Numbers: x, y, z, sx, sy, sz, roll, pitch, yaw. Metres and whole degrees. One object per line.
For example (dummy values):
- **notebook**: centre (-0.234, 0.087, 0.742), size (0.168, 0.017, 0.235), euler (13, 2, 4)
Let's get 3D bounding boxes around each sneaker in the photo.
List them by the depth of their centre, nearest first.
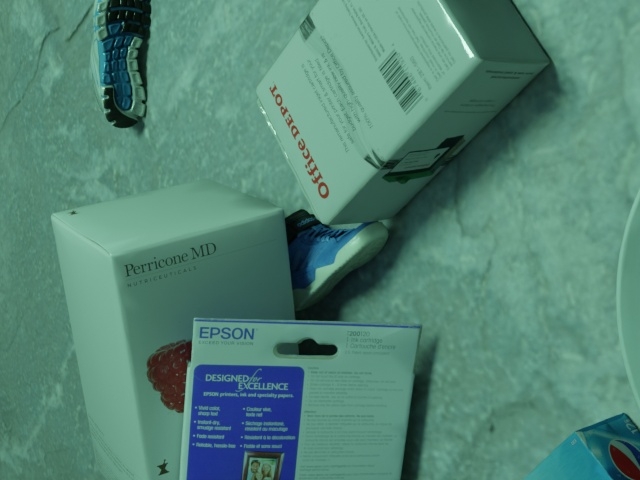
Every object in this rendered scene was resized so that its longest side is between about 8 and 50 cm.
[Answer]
- **sneaker**: centre (-0.001, 0.000, 0.896), size (0.084, 0.058, 0.152), euler (60, 141, 12)
- **sneaker**: centre (-0.262, -0.241, 1.158), size (0.083, 0.071, 0.190), euler (27, 115, 50)

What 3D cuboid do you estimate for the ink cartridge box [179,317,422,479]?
- **ink cartridge box**: centre (-0.021, 0.163, 0.839), size (0.045, 0.206, 0.208), euler (-124, 39, -71)

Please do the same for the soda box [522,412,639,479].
- **soda box**: centre (0.176, 0.226, 0.719), size (0.071, 0.067, 0.210), euler (56, 133, 28)

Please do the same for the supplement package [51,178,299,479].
- **supplement package**: centre (-0.136, 0.108, 0.924), size (0.175, 0.177, 0.293), euler (23, 124, 55)

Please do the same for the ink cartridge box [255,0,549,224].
- **ink cartridge box**: centre (0.057, -0.137, 0.784), size (0.219, 0.093, 0.160), euler (-46, 61, 42)

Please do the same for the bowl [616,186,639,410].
- **bowl**: centre (0.319, 0.035, 0.477), size (0.298, 0.134, 0.297), euler (8, 101, 49)
